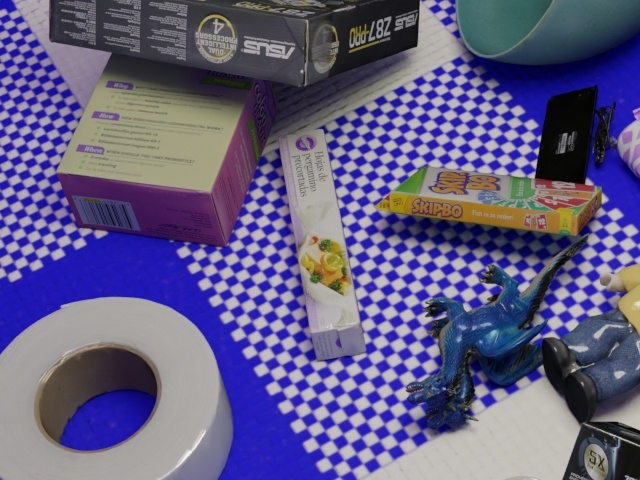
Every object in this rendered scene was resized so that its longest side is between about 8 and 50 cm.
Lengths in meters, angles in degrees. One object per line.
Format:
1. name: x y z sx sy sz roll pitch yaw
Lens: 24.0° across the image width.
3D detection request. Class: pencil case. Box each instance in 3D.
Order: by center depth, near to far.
1. pencil case: 0.450 -0.078 1.858 0.086 0.088 0.206 -24 53 -15

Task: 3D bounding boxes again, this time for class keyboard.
1. keyboard: 0.334 -0.118 1.953 0.100 0.038 0.192 -10 48 32

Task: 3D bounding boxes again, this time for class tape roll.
1. tape roll: -0.247 0.205 1.745 0.286 0.100 0.286 -5 52 6

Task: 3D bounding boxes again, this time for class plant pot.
1. plant pot: 0.339 -0.356 2.008 0.195 0.290 0.290 15 46 -25

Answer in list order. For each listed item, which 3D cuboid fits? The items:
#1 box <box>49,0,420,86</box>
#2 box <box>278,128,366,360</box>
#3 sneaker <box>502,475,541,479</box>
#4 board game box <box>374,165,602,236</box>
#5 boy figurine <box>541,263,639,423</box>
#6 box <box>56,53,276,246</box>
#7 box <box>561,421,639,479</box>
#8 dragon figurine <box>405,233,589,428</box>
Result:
1. box: -0.109 -0.301 1.999 0.395 0.097 0.318 12 19 26
2. box: 0.000 0.000 1.886 0.063 0.067 0.324 -10 50 0
3. sneaker: 0.228 0.401 1.507 0.126 0.127 0.321 -6 75 12
4. board game box: 0.206 -0.052 1.864 0.259 0.039 0.124 5 20 23
5. boy figurine: 0.393 0.092 1.731 0.285 0.092 0.177 -27 53 -13
6. box: -0.198 -0.131 1.990 0.213 0.117 0.243 7 55 15
7. box: 0.345 0.248 1.554 0.147 0.180 0.077 21 92 24
8. dragon figurine: 0.215 0.111 1.750 0.289 0.085 0.144 -26 53 -10
